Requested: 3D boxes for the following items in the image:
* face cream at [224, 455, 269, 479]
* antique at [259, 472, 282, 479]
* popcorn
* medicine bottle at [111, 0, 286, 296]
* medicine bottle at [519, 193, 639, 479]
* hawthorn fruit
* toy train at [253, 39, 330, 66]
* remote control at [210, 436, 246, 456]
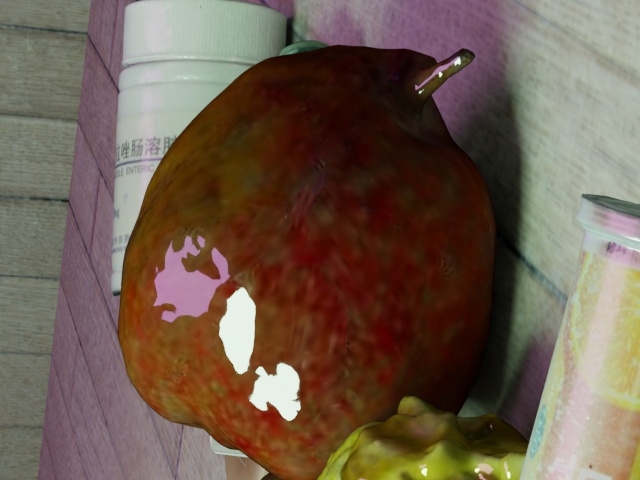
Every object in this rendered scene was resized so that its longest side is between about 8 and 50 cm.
[{"bbox_3d":[-0.024,0.191,1.590,0.149,0.104,0.149,-176,90,-73],"label":"face cream"},{"bbox_3d":[0.026,0.235,1.368,0.257,0.143,0.121,179,96,-70],"label":"antique"},{"bbox_3d":[0.088,0.198,1.107,0.235,0.181,0.217,40,119,62],"label":"popcorn"},{"bbox_3d":[-0.133,-0.100,1.848,0.190,0.189,0.332,164,108,-72],"label":"medicine bottle"},{"bbox_3d":[0.148,0.193,0.946,0.108,0.108,0.426,-146,68,-70],"label":"medicine bottle"},{"bbox_3d":[-0.013,0.018,1.280,0.308,0.308,0.325,-138,40,-68],"label":"hawthorn fruit"},{"bbox_3d":[-0.015,-0.047,1.602,0.194,0.120,0.298,132,139,-52],"label":"toy train"},{"bbox_3d":[-0.063,0.070,1.506,0.103,0.034,0.250,-5,82,60],"label":"remote control"}]
